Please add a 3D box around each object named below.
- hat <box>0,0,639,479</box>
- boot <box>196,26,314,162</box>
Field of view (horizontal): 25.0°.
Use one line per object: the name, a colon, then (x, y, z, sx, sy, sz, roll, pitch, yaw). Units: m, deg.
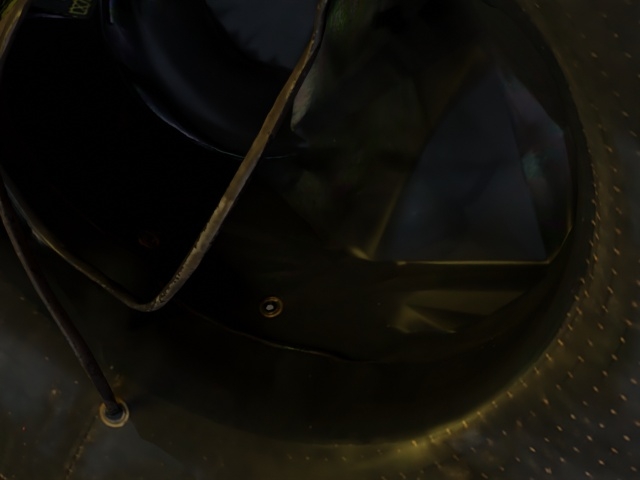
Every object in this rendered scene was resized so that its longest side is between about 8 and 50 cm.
hat: (-0.005, -0.035, 0.434, 0.331, 0.134, 0.331, 7, 113, 18)
boot: (0.000, 0.000, 0.593, 0.248, 0.090, 0.207, -15, 127, 35)
